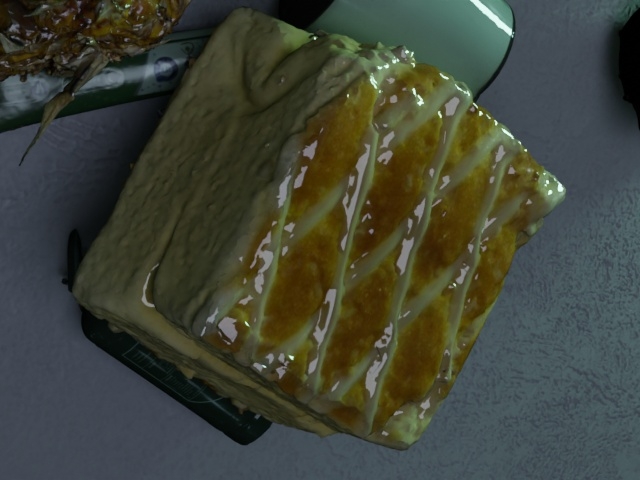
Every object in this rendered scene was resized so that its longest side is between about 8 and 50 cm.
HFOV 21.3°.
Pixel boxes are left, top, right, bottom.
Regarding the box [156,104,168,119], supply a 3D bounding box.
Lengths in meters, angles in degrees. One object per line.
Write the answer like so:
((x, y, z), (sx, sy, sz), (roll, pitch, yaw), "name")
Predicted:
((-0.141, -0.102, 1.903), (0.050, 0.036, 0.117), (-26, 130, -9), "box")

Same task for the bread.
((0.000, 0.000, 1.806), (0.371, 0.279, 0.390), (38, 79, -38), "bread")

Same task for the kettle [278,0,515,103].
((0.102, -0.278, 1.892), (0.236, 0.161, 0.221), (26, 67, -26), "kettle")

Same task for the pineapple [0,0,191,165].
((-0.228, -0.247, 1.741), (0.334, 0.161, 0.158), (-41, 98, -10), "pineapple")

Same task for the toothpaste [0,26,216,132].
((-0.225, -0.180, 1.852), (0.392, 0.061, 0.099), (-11, 104, -13), "toothpaste")

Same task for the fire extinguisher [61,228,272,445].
((-0.177, 0.111, 1.950), (0.311, 0.095, 0.114), (37, 56, -27), "fire extinguisher")

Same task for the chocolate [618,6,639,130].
((0.480, -0.211, 2.068), (0.224, 0.206, 0.177), (-54, 161, 14), "chocolate")
